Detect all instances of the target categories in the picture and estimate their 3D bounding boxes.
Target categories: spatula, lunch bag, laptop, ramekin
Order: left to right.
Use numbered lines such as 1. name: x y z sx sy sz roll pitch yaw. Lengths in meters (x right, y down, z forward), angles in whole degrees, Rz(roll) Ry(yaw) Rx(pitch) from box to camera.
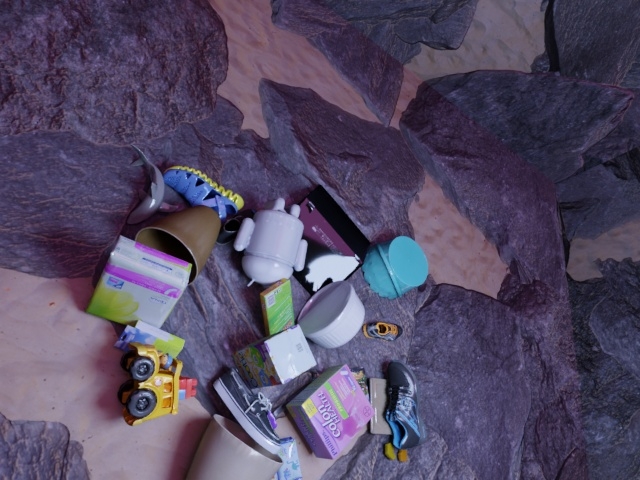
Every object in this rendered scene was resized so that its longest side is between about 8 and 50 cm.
1. lunch bag: -0.149 0.740 1.392 0.151 0.096 0.129 -7 73 -17
2. spatula: -0.132 0.595 1.503 0.296 0.030 0.084 -26 83 -39
3. laptop: 0.000 0.000 1.873 0.408 0.236 0.382 -42 96 -10
4. ramekin: 0.050 0.294 1.626 0.127 0.273 0.273 49 50 -22

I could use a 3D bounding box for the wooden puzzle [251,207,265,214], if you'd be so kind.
1. wooden puzzle: -0.234 -0.106 1.731 0.079 0.014 0.116 56 21 6

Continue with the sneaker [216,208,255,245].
1. sneaker: -0.307 -0.067 1.627 0.083 0.118 0.222 49 51 -6

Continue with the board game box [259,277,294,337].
1. board game box: -0.154 0.275 1.548 0.124 0.039 0.260 -31 128 -39

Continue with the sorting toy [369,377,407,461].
1. sorting toy: 0.281 0.734 1.722 0.229 0.041 0.307 19 60 -32

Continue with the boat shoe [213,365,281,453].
1. boat shoe: -0.216 0.537 1.350 0.105 0.113 0.306 -44 59 -11

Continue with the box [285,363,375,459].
1. box: 0.040 0.606 1.503 0.243 0.117 0.214 -30 89 -38

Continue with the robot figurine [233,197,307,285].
1. robot figurine: -0.183 0.019 1.597 0.299 0.199 0.354 20 74 -27

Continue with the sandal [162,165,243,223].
1. sandal: -0.448 -0.165 1.579 0.317 0.126 0.138 28 60 -20

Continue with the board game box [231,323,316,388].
1. board game box: -0.165 0.398 1.412 0.142 0.275 0.144 -20 82 -38

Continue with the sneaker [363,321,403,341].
1. sneaker: 0.292 0.399 1.850 0.214 0.083 0.084 7 64 -33

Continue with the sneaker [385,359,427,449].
1. sneaker: 0.327 0.655 1.681 0.139 0.125 0.341 -1 71 -38

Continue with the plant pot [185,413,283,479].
1. plant pot: -0.288 0.708 1.229 0.256 0.256 0.274 38 71 -15

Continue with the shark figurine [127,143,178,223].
1. shark figurine: -0.594 -0.200 1.471 0.166 0.116 0.278 -3 75 -11

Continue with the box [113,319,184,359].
1. box: -0.531 0.322 1.305 0.178 0.109 0.042 31 22 -20

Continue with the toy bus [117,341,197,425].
1. toy bus: -0.477 0.414 1.251 0.211 0.149 0.220 4 85 -34

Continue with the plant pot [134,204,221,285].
1. plant pot: -0.458 -0.012 1.450 0.237 0.237 0.254 44 40 -10

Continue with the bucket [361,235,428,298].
1. bucket: 0.349 0.121 1.948 0.281 0.183 0.281 14 62 -29

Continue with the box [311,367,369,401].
1. box: 0.082 0.591 1.642 0.233 0.044 0.159 5 67 -33

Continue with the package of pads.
1. package of pads: -0.541 0.144 1.261 0.229 0.296 0.101 26 37 -22
